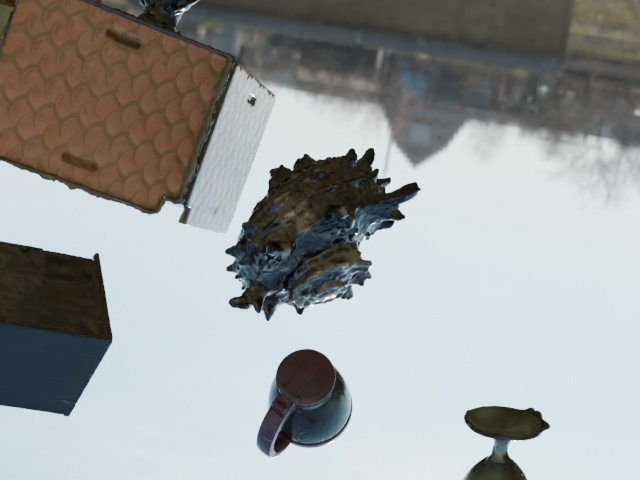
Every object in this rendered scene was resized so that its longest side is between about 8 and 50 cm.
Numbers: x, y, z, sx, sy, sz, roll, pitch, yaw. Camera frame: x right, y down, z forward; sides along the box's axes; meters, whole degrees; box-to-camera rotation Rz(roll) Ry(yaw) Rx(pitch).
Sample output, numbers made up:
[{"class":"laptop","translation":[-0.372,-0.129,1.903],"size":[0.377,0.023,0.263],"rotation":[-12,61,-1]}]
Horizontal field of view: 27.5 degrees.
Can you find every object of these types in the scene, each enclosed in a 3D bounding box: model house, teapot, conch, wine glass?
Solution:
[{"class":"model house","translation":[-0.171,-0.118,1.011],"size":[0.244,0.169,0.326],"rotation":[23,180,42]},{"class":"teapot","translation":[-0.031,0.210,1.747],"size":[0.148,0.116,0.146],"rotation":[-21,152,-8]},{"class":"conch","translation":[0.001,0.002,1.895],"size":[0.186,0.313,0.241],"rotation":[35,172,48]},{"class":"wine glass","translation":[0.210,0.312,1.567],"size":[0.103,0.222,0.103],"rotation":[4,-163,-1]}]

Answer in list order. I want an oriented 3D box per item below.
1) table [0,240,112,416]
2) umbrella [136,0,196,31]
[{"class":"table","translation":[-0.414,0.112,1.791],"size":[0.193,0.169,0.172],"rotation":[12,-140,-29]},{"class":"umbrella","translation":[-0.258,-0.336,2.067],"size":[0.122,0.272,0.110],"rotation":[17,175,7]}]
